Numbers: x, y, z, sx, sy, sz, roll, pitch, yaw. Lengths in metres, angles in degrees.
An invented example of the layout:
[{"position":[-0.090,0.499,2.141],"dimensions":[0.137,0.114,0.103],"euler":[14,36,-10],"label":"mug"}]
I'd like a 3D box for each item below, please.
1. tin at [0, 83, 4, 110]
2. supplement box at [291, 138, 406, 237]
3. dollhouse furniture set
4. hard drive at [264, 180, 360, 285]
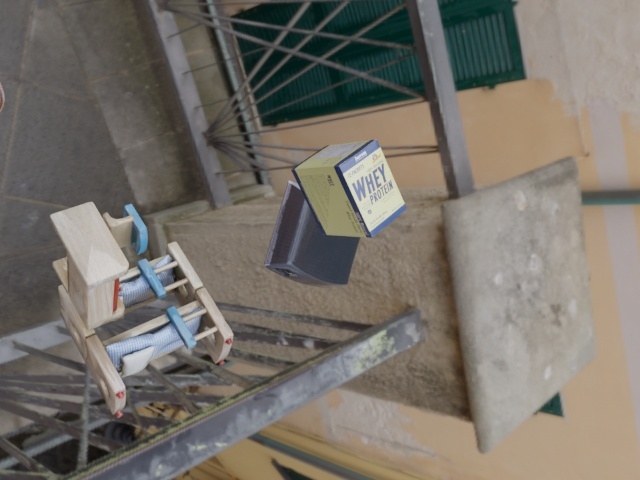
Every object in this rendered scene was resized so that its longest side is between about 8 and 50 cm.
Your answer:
[{"position":[-0.404,-0.172,0.610],"dimensions":[0.190,0.040,0.106],"euler":[38,32,-20],"label":"tin"},{"position":[0.029,-0.053,0.654],"dimensions":[0.056,0.083,0.083],"euler":[-38,113,-28],"label":"supplement box"},{"position":[-0.161,0.056,0.600],"dimensions":[0.129,0.183,0.129],"euler":[-24,67,-31],"label":"dollhouse furniture set"},{"position":[0.000,0.000,1.173],"dimensions":[0.255,0.054,0.171],"euler":[25,80,-60],"label":"hard drive"}]
